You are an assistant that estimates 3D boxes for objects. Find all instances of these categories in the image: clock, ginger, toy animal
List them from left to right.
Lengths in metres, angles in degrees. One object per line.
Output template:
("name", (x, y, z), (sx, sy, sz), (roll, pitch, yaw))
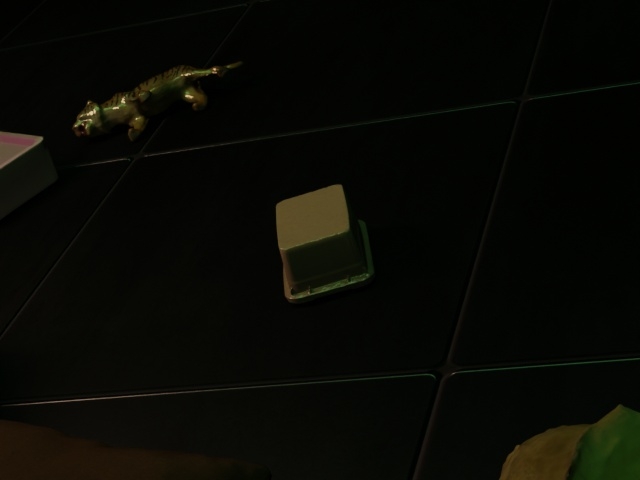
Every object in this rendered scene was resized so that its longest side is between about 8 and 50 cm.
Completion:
("clock", (-0.450, -0.080, 1.689), (0.197, 0.063, 0.150), (10, 39, 41))
("toy animal", (-0.215, -0.194, 1.759), (0.241, 0.057, 0.099), (-28, 29, -15))
("ginger", (0.154, 0.198, 0.819), (0.122, 0.115, 0.193), (-24, 27, 40))

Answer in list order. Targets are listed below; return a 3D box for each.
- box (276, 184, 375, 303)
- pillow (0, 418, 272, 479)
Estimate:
("box", (0.000, 0.000, 1.278), (0.089, 0.062, 0.122), (-16, 27, 5))
("pillow", (-0.227, 0.226, 0.927), (0.305, 0.108, 0.308), (5, 24, 22))
